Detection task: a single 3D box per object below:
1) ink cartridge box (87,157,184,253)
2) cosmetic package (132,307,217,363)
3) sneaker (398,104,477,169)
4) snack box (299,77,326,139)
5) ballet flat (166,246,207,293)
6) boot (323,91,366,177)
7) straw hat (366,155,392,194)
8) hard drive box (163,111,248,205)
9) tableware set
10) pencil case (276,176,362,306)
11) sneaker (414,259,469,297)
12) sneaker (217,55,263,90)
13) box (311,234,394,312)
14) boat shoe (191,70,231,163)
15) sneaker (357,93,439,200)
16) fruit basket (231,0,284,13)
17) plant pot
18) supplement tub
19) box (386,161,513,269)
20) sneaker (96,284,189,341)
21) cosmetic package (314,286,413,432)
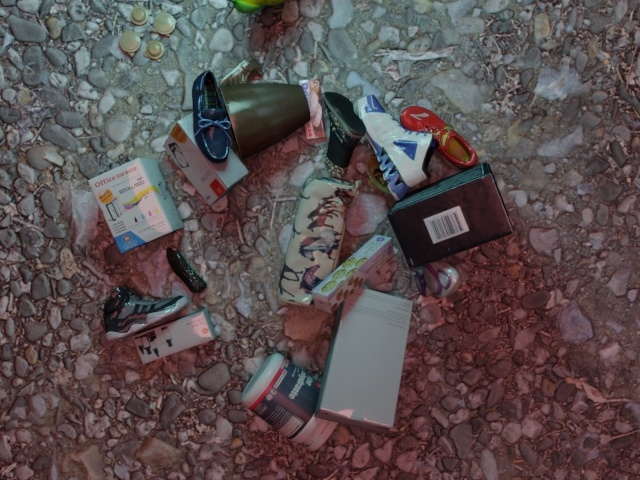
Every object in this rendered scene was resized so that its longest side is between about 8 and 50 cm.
[{"bbox_3d":[-0.541,-0.107,1.799,0.171,0.168,0.233,-23,95,3],"label":"ink cartridge box"},{"bbox_3d":[-0.456,0.300,1.898,0.239,0.060,0.099,-20,97,2],"label":"cosmetic package"},{"bbox_3d":[0.361,-0.316,1.812,0.279,0.118,0.107,34,93,-4],"label":"sneaker"},{"bbox_3d":[-0.023,-0.400,1.847,0.064,0.022,0.178,-7,96,2],"label":"snack box"},{"bbox_3d":[-0.423,0.091,1.892,0.057,0.049,0.173,-35,92,36],"label":"ballet flat"},{"bbox_3d":[0.045,-0.318,1.803,0.085,0.236,0.179,-1,132,-26],"label":"boot"},{"bbox_3d":[0.180,-0.185,1.850,0.144,0.144,0.061,46,134,-5],"label":"straw hat"},{"bbox_3d":[-0.338,-0.240,1.775,0.089,0.181,0.232,-41,95,-31],"label":"hard drive box"},{"bbox_3d":[-0.520,-0.624,1.820,0.141,0.020,0.169,22,94,-5],"label":"tableware set"},{"bbox_3d":[0.000,0.000,1.820,0.183,0.160,0.411,15,96,8],"label":"pencil case"},{"bbox_3d":[0.371,0.098,1.771,0.152,0.305,0.114,-16,86,-4],"label":"sneaker"},{"bbox_3d":[-0.254,-0.468,1.815,0.188,0.066,0.071,-43,96,4],"label":"sneaker"},{"bbox_3d":[0.100,0.092,1.778,0.324,0.067,0.063,-38,128,-36],"label":"box"},{"bbox_3d":[-0.308,-0.342,1.663,0.109,0.089,0.258,-14,83,-30],"label":"boat shoe"},{"bbox_3d":[0.243,-0.291,1.775,0.182,0.127,0.316,-24,79,12],"label":"sneaker"},{"bbox_3d":[-0.084,-0.768,1.635,0.282,0.392,0.392,13,96,-2],"label":"fruit basket"},{"bbox_3d":[-0.153,-0.370,1.767,0.230,0.215,0.215,-17,96,-6],"label":"plant pot"},{"bbox_3d":[-0.087,0.494,1.856,0.272,0.191,0.191,37,94,-4],"label":"supplement tub"},{"bbox_3d":[0.371,-0.076,1.719,0.296,0.294,0.183,-21,98,18],"label":"box"},{"bbox_3d":[-0.552,0.195,1.865,0.268,0.101,0.153,-24,84,-10],"label":"sneaker"},{"bbox_3d":[0.129,0.347,1.780,0.217,0.156,0.385,17,67,-2],"label":"cosmetic package"}]
